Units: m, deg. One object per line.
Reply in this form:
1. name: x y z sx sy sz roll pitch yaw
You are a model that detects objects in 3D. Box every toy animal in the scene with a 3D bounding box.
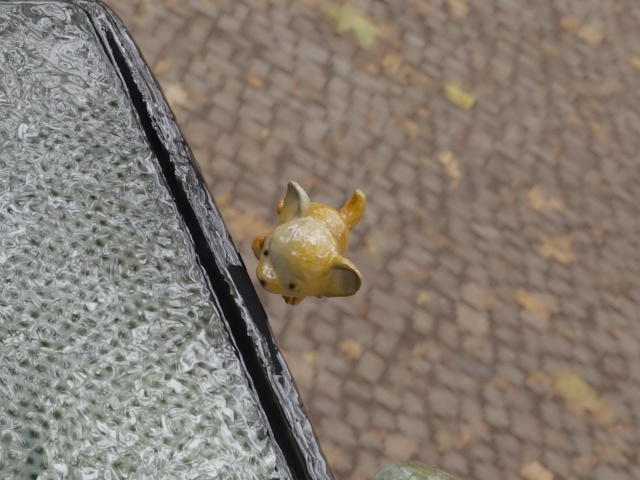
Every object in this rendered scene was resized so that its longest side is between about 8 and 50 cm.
1. toy animal: 0.000 0.000 0.883 0.081 0.083 0.060 -30 88 -17

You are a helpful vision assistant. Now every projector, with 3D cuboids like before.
1. projector: -0.182 0.135 0.949 0.242 0.395 0.405 -4 50 -29

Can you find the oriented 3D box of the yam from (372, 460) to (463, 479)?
1. yam: 0.144 0.250 1.412 0.093 0.093 0.259 -4 21 -42
